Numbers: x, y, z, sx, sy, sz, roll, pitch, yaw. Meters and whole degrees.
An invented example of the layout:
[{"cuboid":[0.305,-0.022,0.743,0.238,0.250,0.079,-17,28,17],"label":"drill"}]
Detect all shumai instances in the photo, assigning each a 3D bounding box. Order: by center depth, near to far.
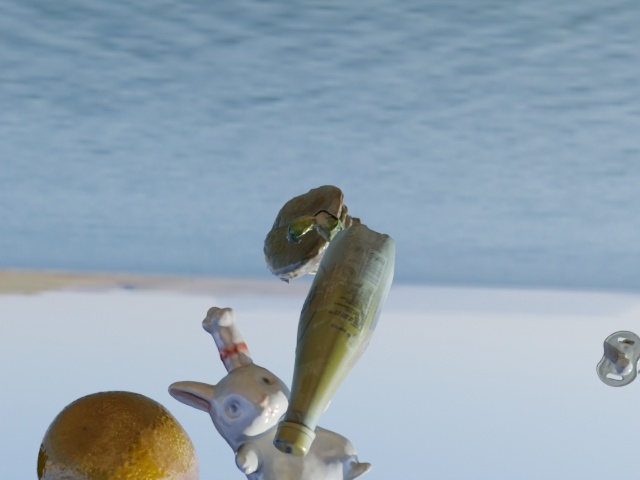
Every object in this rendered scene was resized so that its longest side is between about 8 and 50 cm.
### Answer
[{"cuboid":[0.000,0.000,2.625,0.120,0.201,0.201,40,158,-29],"label":"shumai"}]

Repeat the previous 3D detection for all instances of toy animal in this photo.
[{"cuboid":[-0.070,0.219,1.820,0.140,0.282,0.138,-38,-168,-23],"label":"toy animal"}]

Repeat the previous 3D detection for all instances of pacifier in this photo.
[{"cuboid":[0.415,0.167,2.039,0.068,0.083,0.064,14,-164,0],"label":"pacifier"}]

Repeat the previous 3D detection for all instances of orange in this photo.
[{"cuboid":[-0.272,0.312,2.019,0.236,0.236,0.236,2,178,0],"label":"orange"}]

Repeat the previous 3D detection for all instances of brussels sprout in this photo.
[{"cuboid":[-0.008,-0.020,2.207,0.083,0.051,0.046,0,158,-17],"label":"brussels sprout"}]

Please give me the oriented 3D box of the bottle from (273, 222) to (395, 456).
[{"cuboid":[0.010,0.108,1.603,0.083,0.269,0.083,17,152,10],"label":"bottle"}]
